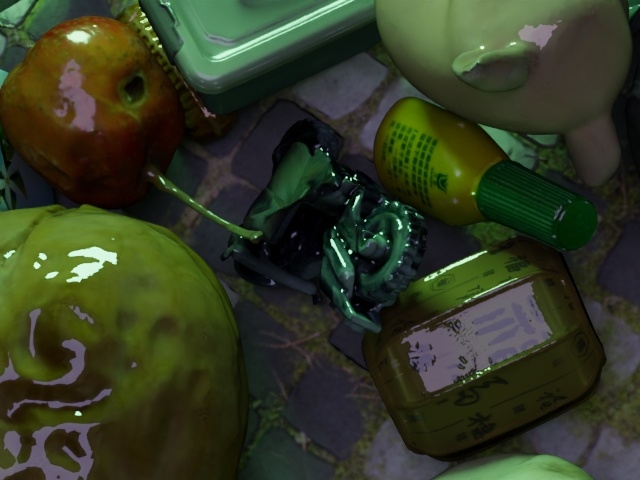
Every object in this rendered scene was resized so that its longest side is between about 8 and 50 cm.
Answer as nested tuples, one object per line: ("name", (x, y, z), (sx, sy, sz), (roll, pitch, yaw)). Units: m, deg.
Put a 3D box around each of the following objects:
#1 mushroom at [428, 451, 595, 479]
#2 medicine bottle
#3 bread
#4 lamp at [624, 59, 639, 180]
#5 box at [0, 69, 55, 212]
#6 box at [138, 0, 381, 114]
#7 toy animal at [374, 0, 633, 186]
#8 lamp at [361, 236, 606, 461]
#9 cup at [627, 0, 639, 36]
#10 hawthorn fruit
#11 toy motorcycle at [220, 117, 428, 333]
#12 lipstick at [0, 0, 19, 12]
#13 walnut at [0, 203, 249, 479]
("mushroom", (0.182, 0.280, 1.515), (0.234, 0.254, 0.260), (-16, 46, -34))
("medicine bottle", (0.134, -0.049, 1.583), (0.260, 0.064, 0.095), (30, 119, 54))
("bread", (-0.135, -0.156, 1.743), (0.052, 0.044, 0.157), (-42, 73, 14))
("lamp", (0.369, -0.084, 1.529), (0.233, 0.233, 0.265), (-12, 71, 9))
("box", (-0.330, -0.087, 1.669), (0.083, 0.232, 0.142), (-16, 75, 21))
("box", (-0.044, -0.221, 1.676), (0.227, 0.130, 0.162), (-27, 73, -9))
("toy animal", (0.164, -0.196, 1.556), (0.213, 0.195, 0.256), (-57, 36, 1))
("lamp", (0.138, 0.092, 1.579), (0.185, 0.161, 0.161), (-26, 74, 8))
("cup", (0.294, -0.271, 1.624), (0.150, 0.199, 0.199), (-11, 74, -22))
("hawthorn fruit", (-0.154, -0.074, 1.662), (0.285, 0.165, 0.165), (41, 89, 15))
("toy motorcycle", (0.000, 0.000, 1.613), (0.159, 0.106, 0.270), (-58, 32, 12))
("lipstick", (-0.356, -0.234, 1.761), (0.371, 0.080, 0.076), (-29, 72, 13))
("walnut", (-0.235, 0.158, 1.561), (0.354, 0.308, 0.398), (7, 73, 26))
